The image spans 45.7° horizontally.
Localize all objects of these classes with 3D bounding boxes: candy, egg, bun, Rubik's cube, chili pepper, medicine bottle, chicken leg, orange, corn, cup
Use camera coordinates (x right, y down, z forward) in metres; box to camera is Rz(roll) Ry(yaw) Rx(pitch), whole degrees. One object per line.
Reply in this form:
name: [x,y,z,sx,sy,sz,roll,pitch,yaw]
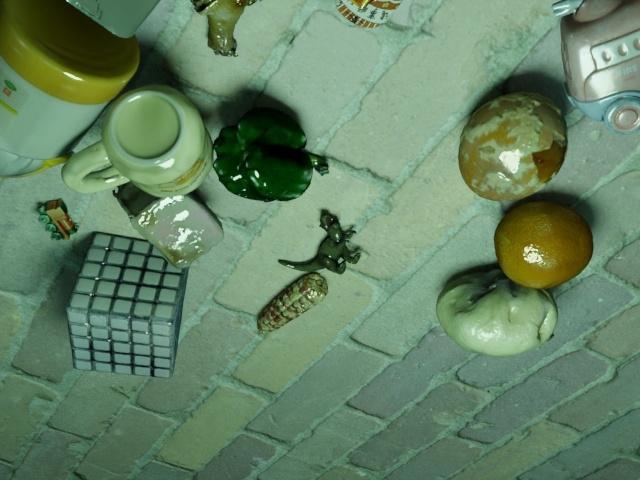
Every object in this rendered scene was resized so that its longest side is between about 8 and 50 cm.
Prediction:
candy: [-0.314,-0.060,1.560,0.137,0.185,0.195,-41,129,-4]
egg: [0.355,-0.170,1.418,0.195,0.194,0.233,17,131,-15]
bun: [0.399,0.147,1.719,0.273,0.273,0.168,-5,112,7]
Rubik's cube: [-0.435,0.154,1.748,0.238,0.236,0.237,8,135,-7]
chili pepper: [-0.090,-0.151,1.471,0.165,0.173,0.261,-28,165,24]
medicine bottle: [-0.465,-0.293,1.284,0.238,0.237,0.232,31,130,-27]
chicken leg: [-0.162,-0.394,1.286,0.125,0.080,0.196,12,137,-28]
orange: [0.468,0.010,1.599,0.206,0.206,0.206,1,136,1]
corn: [-0.074,0.159,1.861,0.080,0.079,0.237,29,133,-25]
cup: [-0.328,-0.175,1.357,0.255,0.173,0.202,0,172,0]

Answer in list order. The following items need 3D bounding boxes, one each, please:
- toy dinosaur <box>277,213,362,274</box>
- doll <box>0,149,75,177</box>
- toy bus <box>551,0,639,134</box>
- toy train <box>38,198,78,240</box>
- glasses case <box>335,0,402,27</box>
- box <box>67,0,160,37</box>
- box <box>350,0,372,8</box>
toy dinosaur: [0.000,0.000,1.731,0.179,0.087,0.187,25,126,29]
doll: [-0.617,-0.173,1.452,0.316,0.103,0.145,2,140,39]
toy bus: [0.534,-0.336,1.246,0.294,0.197,0.231,-19,122,23]
toy train: [-0.582,-0.043,1.691,0.064,0.044,0.103,-17,134,4]
glasses case: [0.120,-0.457,1.213,0.103,0.067,0.266,25,131,-15]
box: [-0.295,-0.444,1.194,0.163,0.135,0.243,33,129,-28]
box: [0.074,-0.522,1.085,0.197,0.089,0.313,37,129,0]
